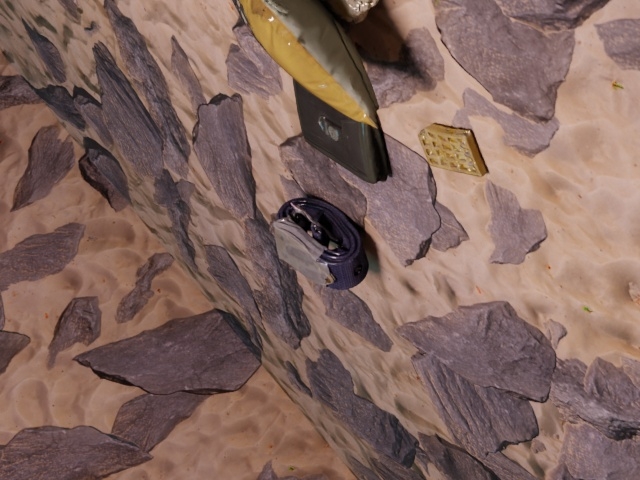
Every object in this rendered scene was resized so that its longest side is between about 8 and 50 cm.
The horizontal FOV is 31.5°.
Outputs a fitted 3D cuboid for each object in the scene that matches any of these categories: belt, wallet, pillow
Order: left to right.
[{"bbox_3d":[-0.040,-0.342,1.817,0.312,0.119,0.310,43,-171,-32],"label":"pillow"},{"bbox_3d":[0.000,0.000,2.402,0.230,0.139,0.126,39,157,34],"label":"belt"},{"bbox_3d":[0.028,-0.211,2.137,0.245,0.052,0.168,34,150,43],"label":"wallet"}]

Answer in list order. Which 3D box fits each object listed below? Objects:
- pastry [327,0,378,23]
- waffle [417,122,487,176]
[{"bbox_3d":[0.003,-0.450,1.744,0.258,0.089,0.121,52,152,-11],"label":"pastry"},{"bbox_3d":[0.215,-0.152,1.882,0.135,0.021,0.092,20,144,52],"label":"waffle"}]
